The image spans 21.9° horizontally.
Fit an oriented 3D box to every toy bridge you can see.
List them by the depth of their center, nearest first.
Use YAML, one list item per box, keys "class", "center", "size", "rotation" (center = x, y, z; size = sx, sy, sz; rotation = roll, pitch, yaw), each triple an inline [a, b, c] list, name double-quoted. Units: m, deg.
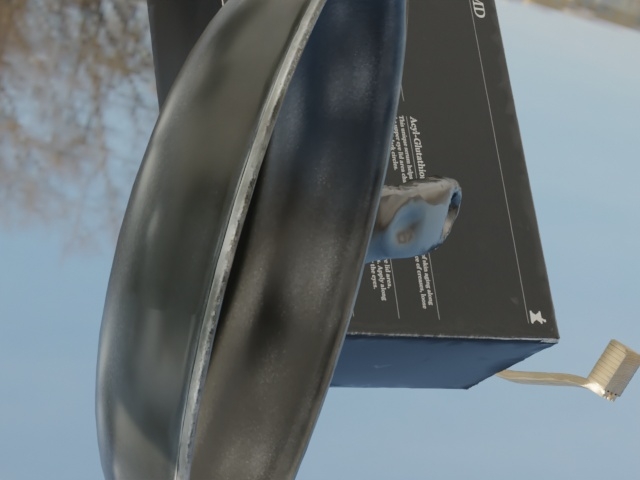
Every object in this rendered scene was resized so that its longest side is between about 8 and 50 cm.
- class: "toy bridge"
  center: [0.115, 0.052, 1.063]
  size: [0.188, 0.063, 0.026]
  rotation: [34, -174, 35]

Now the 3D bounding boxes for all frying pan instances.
- class: "frying pan"
  center: [0.003, -0.024, 0.520]
  size: [0.053, 0.197, 0.326]
  rotation: [15, -149, 10]

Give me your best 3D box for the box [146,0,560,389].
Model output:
- class: "box"
  center: [0.013, -0.054, 0.923]
  size: [0.184, 0.261, 0.103]
  rotation: [3, 157, -27]
